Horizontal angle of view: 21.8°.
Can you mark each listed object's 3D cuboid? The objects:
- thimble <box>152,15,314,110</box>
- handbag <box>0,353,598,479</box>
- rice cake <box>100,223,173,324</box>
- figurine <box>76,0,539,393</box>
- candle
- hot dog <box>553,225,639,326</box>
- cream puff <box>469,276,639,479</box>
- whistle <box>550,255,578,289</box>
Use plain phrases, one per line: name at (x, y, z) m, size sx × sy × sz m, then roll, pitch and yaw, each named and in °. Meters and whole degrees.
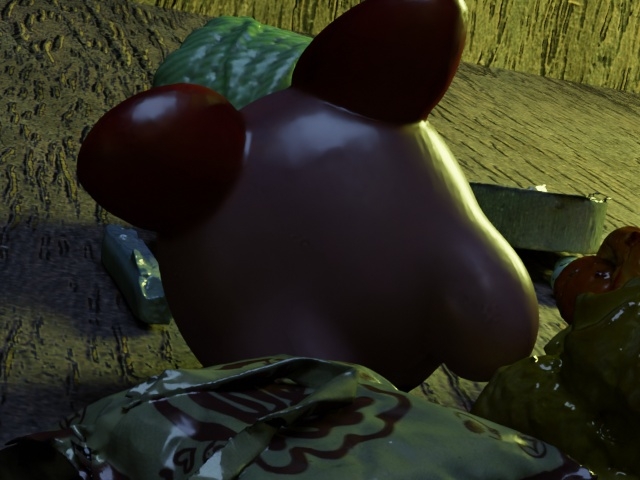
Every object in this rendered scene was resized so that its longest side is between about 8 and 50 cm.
thimble at (-0.055, -0.079, 1.458) m, size 0.150 × 0.219 × 0.219 m, roll 20°, pitch 15°, yaw 21°
handbag at (-0.015, 0.125, 0.840) m, size 0.235 × 0.127 × 0.213 m, roll -17°, pitch 29°, yaw -40°
rice cake at (-0.144, 0.022, 1.307) m, size 0.030 × 0.042 × 0.180 m, roll 4°, pitch 15°, yaw -19°
figurine at (-0.004, -0.007, 1.110) m, size 0.269 × 0.261 × 0.211 m, roll -26°, pitch 7°, yaw -14°
candle at (0.207, -0.025, 1.699) m, size 0.168 × 0.068 × 0.192 m, roll 7°, pitch 2°, yaw 7°
hot dog at (0.287, 0.072, 1.270) m, size 0.256 × 0.150 × 0.153 m, roll 25°, pitch 9°, yaw 40°
cream puff at (0.196, 0.111, 0.970) m, size 0.221 × 0.195 × 0.194 m, roll 14°, pitch 13°, yaw 20°
whistle at (0.241, 0.034, 1.606) m, size 0.035 × 0.035 × 0.100 m, roll 14°, pitch 12°, yaw 9°
